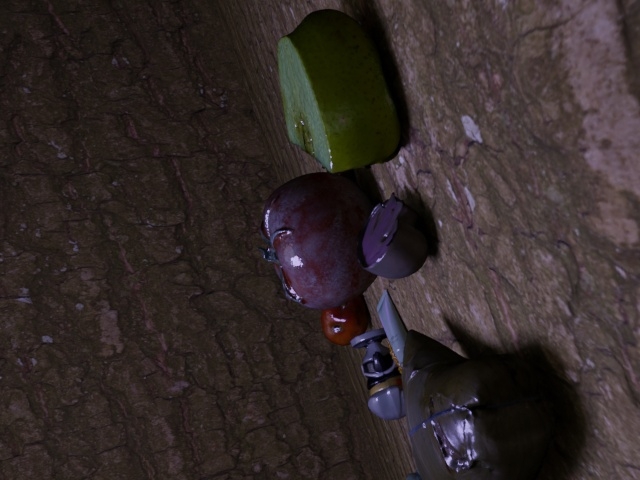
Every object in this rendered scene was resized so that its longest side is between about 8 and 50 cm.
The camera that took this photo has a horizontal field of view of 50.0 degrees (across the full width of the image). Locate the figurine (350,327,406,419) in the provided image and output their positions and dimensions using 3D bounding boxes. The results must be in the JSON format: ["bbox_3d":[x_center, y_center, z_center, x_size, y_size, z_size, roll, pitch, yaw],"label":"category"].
[{"bbox_3d":[0.172,0.367,1.851,0.176,0.133,0.236,65,-174,-70],"label":"figurine"}]

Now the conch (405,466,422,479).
[{"bbox_3d":[0.309,0.753,2.139,0.065,0.088,0.180,28,174,-14],"label":"conch"}]

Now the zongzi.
[{"bbox_3d":[0.212,0.215,1.065,0.356,0.174,0.392,87,169,-51],"label":"zongzi"}]

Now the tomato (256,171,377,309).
[{"bbox_3d":[0.000,0.000,1.573,0.317,0.283,0.316,162,90,-79],"label":"tomato"}]

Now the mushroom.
[{"bbox_3d":[0.137,0.005,1.255,0.117,0.141,0.188,37,-173,-20],"label":"mushroom"}]

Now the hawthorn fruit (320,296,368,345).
[{"bbox_3d":[0.066,0.204,2.109,0.285,0.165,0.165,77,171,-51],"label":"hawthorn fruit"}]

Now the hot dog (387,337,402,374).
[{"bbox_3d":[0.212,0.305,1.719,0.071,0.045,0.165,81,168,-58],"label":"hot dog"}]

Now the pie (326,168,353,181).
[{"bbox_3d":[0.035,-0.200,1.722,0.182,0.050,0.182,162,90,-84],"label":"pie"}]

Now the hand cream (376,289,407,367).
[{"bbox_3d":[0.185,0.221,1.702,0.204,0.050,0.078,-113,28,-42],"label":"hand cream"}]

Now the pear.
[{"bbox_3d":[0.029,-0.266,1.190,0.292,0.160,0.292,161,90,-79],"label":"pear"}]
